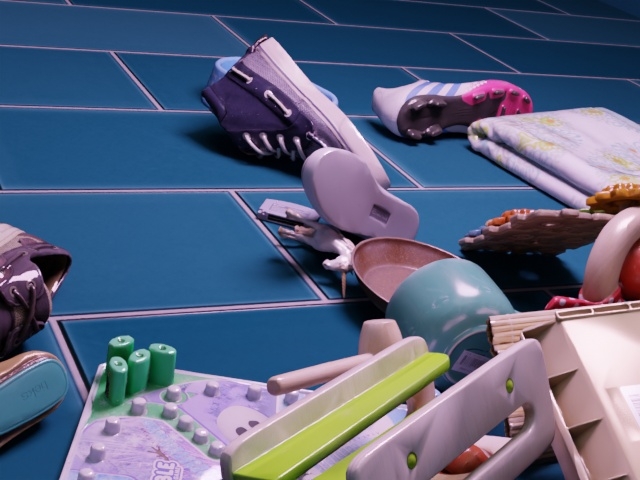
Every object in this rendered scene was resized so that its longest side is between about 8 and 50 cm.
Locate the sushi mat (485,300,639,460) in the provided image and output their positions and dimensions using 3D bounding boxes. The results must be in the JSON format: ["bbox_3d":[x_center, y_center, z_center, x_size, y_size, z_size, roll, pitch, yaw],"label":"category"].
[{"bbox_3d":[0.315,0.142,1.136,0.316,0.152,0.019,-3,-14,-29],"label":"sushi mat"}]

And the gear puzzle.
[{"bbox_3d":[0.314,-0.033,1.387,0.175,0.044,0.339,3,-12,-16],"label":"gear puzzle"}]

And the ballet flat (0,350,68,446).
[{"bbox_3d":[-0.312,0.160,0.905,0.073,0.080,0.232,-8,10,32],"label":"ballet flat"}]

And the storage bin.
[{"bbox_3d":[0.331,0.182,0.937,0.260,0.123,0.262,-7,40,-5],"label":"storage bin"}]

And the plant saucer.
[{"bbox_3d":[0.127,0.062,1.315,0.198,0.036,0.199,15,27,-8],"label":"plant saucer"}]

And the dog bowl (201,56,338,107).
[{"bbox_3d":[-0.084,-0.248,1.877,0.165,0.074,0.297,-11,33,-40],"label":"dog bowl"}]

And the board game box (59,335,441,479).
[{"bbox_3d":[-0.026,0.219,0.907,0.389,0.050,0.390,10,24,-5],"label":"board game box"}]

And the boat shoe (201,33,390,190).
[{"bbox_3d":[-0.046,-0.161,1.680,0.158,0.127,0.340,-38,63,-4],"label":"boat shoe"}]

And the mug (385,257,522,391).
[{"bbox_3d":[0.159,0.093,1.150,0.157,0.130,0.097,-22,36,-7],"label":"mug"}]

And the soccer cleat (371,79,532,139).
[{"bbox_3d":[0.246,-0.258,1.990,0.331,0.116,0.143,-5,29,-32],"label":"soccer cleat"}]

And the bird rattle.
[{"bbox_3d":[0.354,0.061,1.258,0.253,0.207,0.143,6,6,-33],"label":"bird rattle"}]

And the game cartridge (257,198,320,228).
[{"bbox_3d":[-0.043,-0.037,1.501,0.083,0.017,0.056,15,28,7],"label":"game cartridge"}]

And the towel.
[{"bbox_3d":[0.495,-0.143,1.884,0.320,0.090,0.374,-6,29,-35],"label":"towel"}]

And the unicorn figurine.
[{"bbox_3d":[0.000,0.000,1.380,0.111,0.060,0.162,23,19,0],"label":"unicorn figurine"}]

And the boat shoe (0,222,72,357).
[{"bbox_3d":[-0.316,0.059,1.070,0.092,0.103,0.285,5,19,-2],"label":"boat shoe"}]

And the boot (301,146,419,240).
[{"bbox_3d":[0.021,-0.059,1.414,0.123,0.095,0.258,21,-9,37],"label":"boot"}]

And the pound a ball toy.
[{"bbox_3d":[0.048,0.171,0.865,0.208,0.136,0.319,-3,12,38],"label":"pound a ball toy"}]
